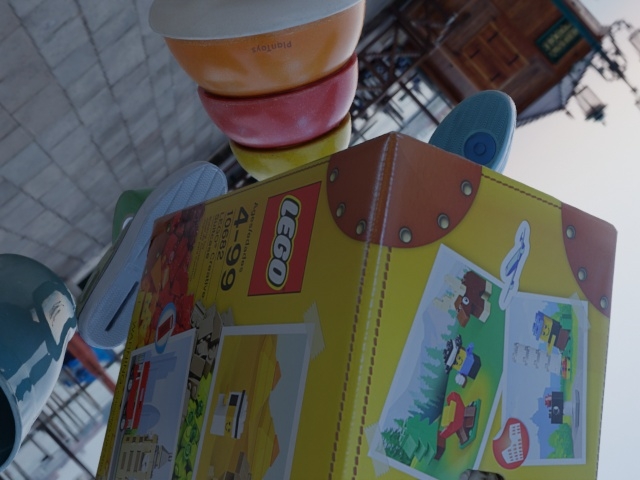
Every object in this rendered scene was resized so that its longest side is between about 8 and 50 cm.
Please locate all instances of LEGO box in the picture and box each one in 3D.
[{"bbox_3d":[-0.025,0.225,0.516,0.372,0.193,0.501,-11,-115,58],"label":"LEGO box"}]

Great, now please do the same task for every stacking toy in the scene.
[{"bbox_3d":[-0.064,-0.208,1.232,0.350,0.480,0.351,-7,-149,4],"label":"stacking toy"}]

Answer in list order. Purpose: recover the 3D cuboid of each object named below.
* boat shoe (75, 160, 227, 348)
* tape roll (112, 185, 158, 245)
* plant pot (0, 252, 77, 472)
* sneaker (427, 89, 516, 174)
[{"bbox_3d":[-0.250,0.008,1.039,0.094,0.109,0.302,26,-103,48],"label":"boat shoe"},{"bbox_3d":[-0.294,0.063,1.340,0.077,0.322,0.321,-9,163,-30],"label":"tape roll"},{"bbox_3d":[-0.490,0.154,1.053,0.271,0.271,0.255,-42,-168,26],"label":"plant pot"},{"bbox_3d":[0.253,-0.089,1.216,0.208,0.127,0.319,-4,123,-54],"label":"sneaker"}]
